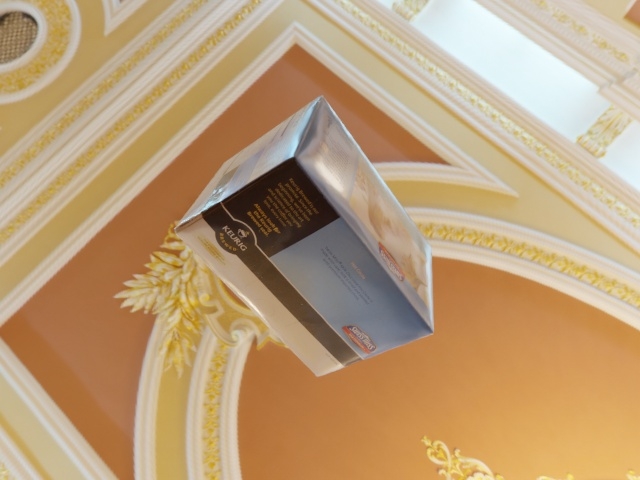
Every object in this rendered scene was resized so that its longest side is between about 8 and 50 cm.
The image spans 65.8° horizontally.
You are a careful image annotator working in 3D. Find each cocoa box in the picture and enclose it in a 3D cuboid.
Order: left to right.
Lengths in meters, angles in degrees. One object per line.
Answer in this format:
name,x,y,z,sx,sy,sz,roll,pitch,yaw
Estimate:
cocoa box,0.000,0.000,0.790,0.227,0.231,0.347,-28,-64,27
